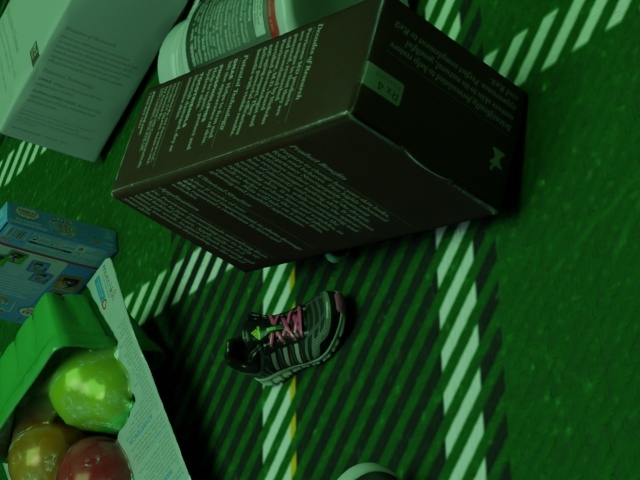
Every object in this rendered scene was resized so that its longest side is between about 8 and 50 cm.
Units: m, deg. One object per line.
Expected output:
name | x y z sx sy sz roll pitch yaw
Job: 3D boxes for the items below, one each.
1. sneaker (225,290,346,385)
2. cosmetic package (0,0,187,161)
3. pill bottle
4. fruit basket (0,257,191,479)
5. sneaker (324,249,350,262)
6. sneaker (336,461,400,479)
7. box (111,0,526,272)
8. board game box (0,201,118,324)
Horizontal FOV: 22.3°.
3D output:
sneaker | -0.040 0.098 1.673 0.170 0.075 0.063 -36 48 45
cosmetic package | -0.300 -0.326 2.189 0.385 0.156 0.217 -58 33 26
pill bottle | -0.048 -0.210 1.740 0.283 0.161 0.161 -14 65 55
fruit basket | -0.267 0.252 1.928 0.327 0.165 0.353 -52 54 32
sneaker | 0.000 0.000 1.694 0.069 0.038 0.098 -50 30 37
sneaker | 0.022 0.354 1.434 0.147 0.105 0.295 29 97 63
box | -0.012 -0.091 1.558 0.381 0.191 0.143 -11 55 50
board game box | -0.391 0.038 2.166 0.211 0.160 0.039 -44 42 39
